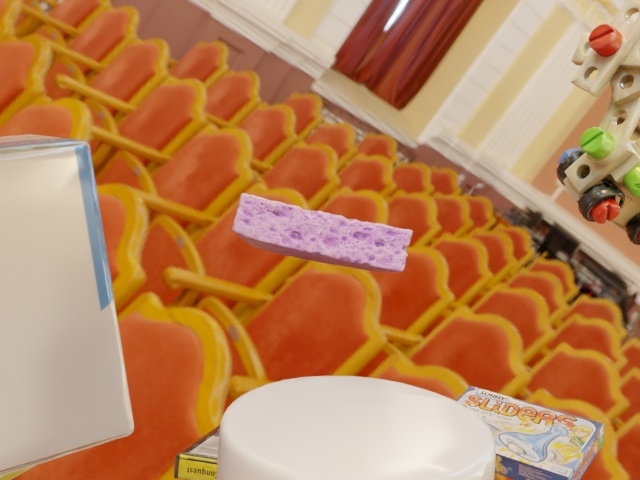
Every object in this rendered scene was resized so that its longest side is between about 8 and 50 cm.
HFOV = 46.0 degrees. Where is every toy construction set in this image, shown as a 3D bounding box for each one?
[{"bbox_3d":[0.388,-0.106,0.830,0.328,0.215,0.151,29,33,-25],"label":"toy construction set"}]

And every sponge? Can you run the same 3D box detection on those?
[{"bbox_3d":[0.000,0.000,0.593,0.117,0.031,0.210,12,-3,0],"label":"sponge"}]

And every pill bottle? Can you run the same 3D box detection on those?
[{"bbox_3d":[0.008,0.241,0.380,0.176,0.318,0.176,4,9,-1],"label":"pill bottle"}]

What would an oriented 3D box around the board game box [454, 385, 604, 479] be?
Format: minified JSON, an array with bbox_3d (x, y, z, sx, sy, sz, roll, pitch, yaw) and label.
[{"bbox_3d":[0.266,0.269,1.034,0.201,0.035,0.136,10,24,36],"label":"board game box"}]

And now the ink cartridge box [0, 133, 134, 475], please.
[{"bbox_3d":[-0.268,0.027,0.637,0.129,0.223,0.307,-12,13,-25],"label":"ink cartridge box"}]

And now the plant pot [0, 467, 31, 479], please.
[{"bbox_3d":[-0.444,0.202,0.996,0.212,0.212,0.187,-23,96,-55],"label":"plant pot"}]

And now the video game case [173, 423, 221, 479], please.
[{"bbox_3d":[-0.043,0.306,1.072,0.248,0.035,0.275,6,-1,10],"label":"video game case"}]
